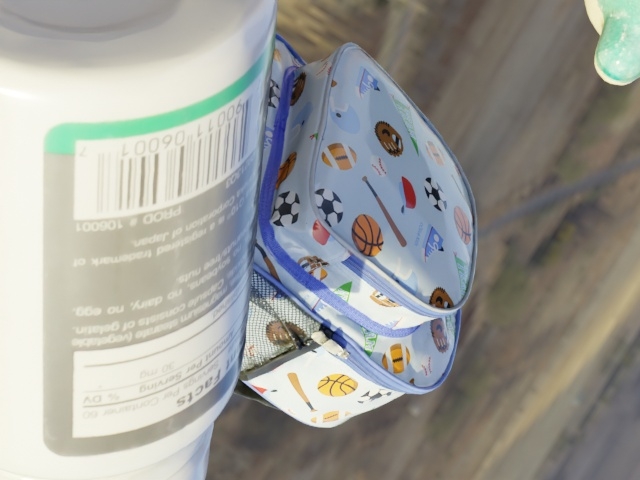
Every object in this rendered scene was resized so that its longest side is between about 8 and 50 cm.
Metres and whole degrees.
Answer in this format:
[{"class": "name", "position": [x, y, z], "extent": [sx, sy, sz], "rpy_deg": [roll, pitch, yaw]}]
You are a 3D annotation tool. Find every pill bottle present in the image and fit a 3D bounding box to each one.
[{"class": "pill bottle", "position": [-0.137, -0.001, 1.045], "extent": [0.204, 0.204, 0.361], "rpy_deg": [-45, 153, -43]}]

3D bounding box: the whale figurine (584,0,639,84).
[{"class": "whale figurine", "position": [0.321, -0.169, 1.492], "extent": [0.216, 0.272, 0.141], "rpy_deg": [-13, 161, -16]}]

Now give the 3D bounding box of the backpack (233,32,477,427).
[{"class": "backpack", "position": [0.000, 0.000, 1.420], "extent": [0.263, 0.213, 0.276], "rpy_deg": [48, 42, -36]}]
